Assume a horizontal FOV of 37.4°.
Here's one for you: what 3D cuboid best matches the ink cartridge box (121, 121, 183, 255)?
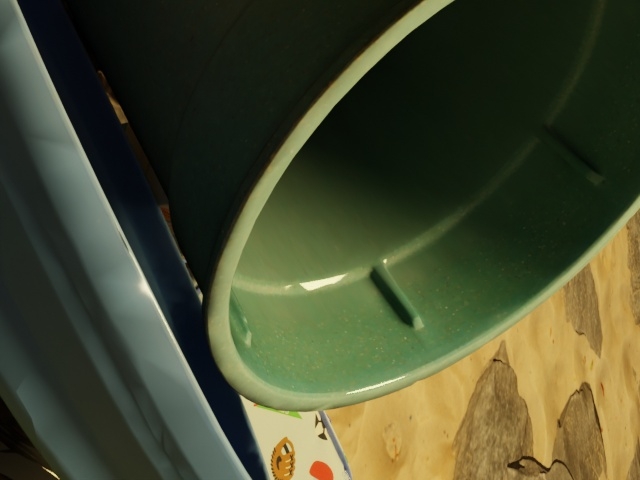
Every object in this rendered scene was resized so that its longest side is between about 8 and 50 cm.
[{"bbox_3d":[-0.109,-0.047,0.786,0.092,0.143,0.090,34,60,-44],"label":"ink cartridge box"}]

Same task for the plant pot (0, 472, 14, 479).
[{"bbox_3d":[-0.235,0.197,0.406,0.187,0.212,0.212,41,28,4],"label":"plant pot"}]

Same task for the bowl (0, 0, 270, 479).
[{"bbox_3d":[-0.139,-0.017,0.528,0.077,0.391,0.391,-25,111,-5],"label":"bowl"}]

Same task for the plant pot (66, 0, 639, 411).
[{"bbox_3d":[0.007,-0.132,0.595,0.341,0.341,0.334,11,35,-51],"label":"plant pot"}]

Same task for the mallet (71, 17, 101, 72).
[{"bbox_3d":[-0.155,-0.128,0.831,0.190,0.039,0.062,43,51,-46],"label":"mallet"}]

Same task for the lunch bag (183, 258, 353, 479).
[{"bbox_3d":[-0.092,0.175,0.811,0.243,0.115,0.303,-44,119,-48],"label":"lunch bag"}]

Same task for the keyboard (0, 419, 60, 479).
[{"bbox_3d":[-0.278,0.190,0.597,0.317,0.033,0.201,45,64,-25],"label":"keyboard"}]
